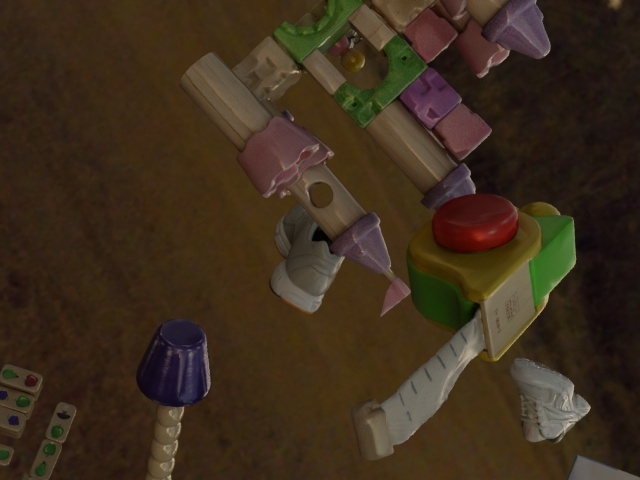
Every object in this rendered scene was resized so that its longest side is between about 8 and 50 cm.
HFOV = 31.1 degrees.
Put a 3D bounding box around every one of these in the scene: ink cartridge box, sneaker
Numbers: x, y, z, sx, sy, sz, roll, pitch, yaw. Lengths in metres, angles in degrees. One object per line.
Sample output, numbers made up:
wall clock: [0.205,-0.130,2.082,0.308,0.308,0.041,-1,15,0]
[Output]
ink cartridge box: [0.390,0.358,1.572,0.060,0.104,0.180,-65,159,-18]
sneaker: [0.000,0.000,1.672,0.099,0.121,0.262,33,23,-17]
sneaker: [0.369,0.277,1.907,0.090,0.115,0.232,23,-13,45]

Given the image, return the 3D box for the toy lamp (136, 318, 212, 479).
toy lamp: [-0.161,0.201,1.192,0.080,0.080,0.275,-88,-171,-58]

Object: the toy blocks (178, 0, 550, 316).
toy blocks: [0.074,-0.122,1.065,0.260,0.288,0.309,47,2,4]

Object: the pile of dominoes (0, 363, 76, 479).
pile of dominoes: [-0.466,0.291,1.584,0.040,0.196,0.251,111,-4,-58]

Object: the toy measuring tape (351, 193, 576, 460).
toy measuring tape: [0.090,0.051,0.888,0.330,0.121,0.121,-38,104,-42]
